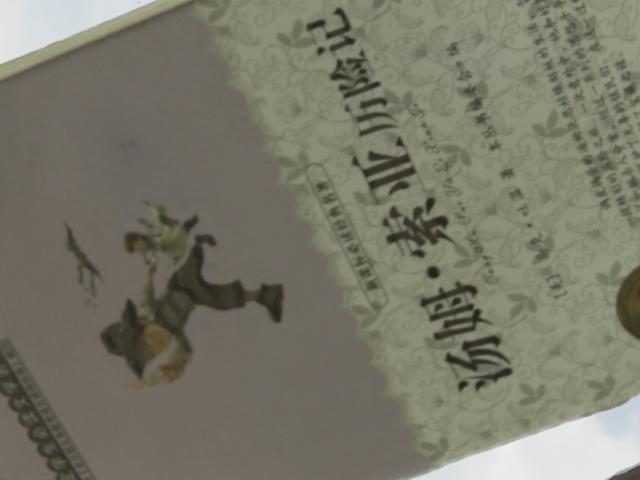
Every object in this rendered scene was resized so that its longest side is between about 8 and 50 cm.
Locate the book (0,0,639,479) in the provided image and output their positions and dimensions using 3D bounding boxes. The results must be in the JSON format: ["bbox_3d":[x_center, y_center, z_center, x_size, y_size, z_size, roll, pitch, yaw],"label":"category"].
[{"bbox_3d":[0.000,0.000,0.403,0.014,0.181,0.127,-94,160,-59],"label":"book"}]

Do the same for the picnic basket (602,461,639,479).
[{"bbox_3d":[0.170,0.246,0.848,0.293,0.337,0.337,56,-43,21],"label":"picnic basket"}]
